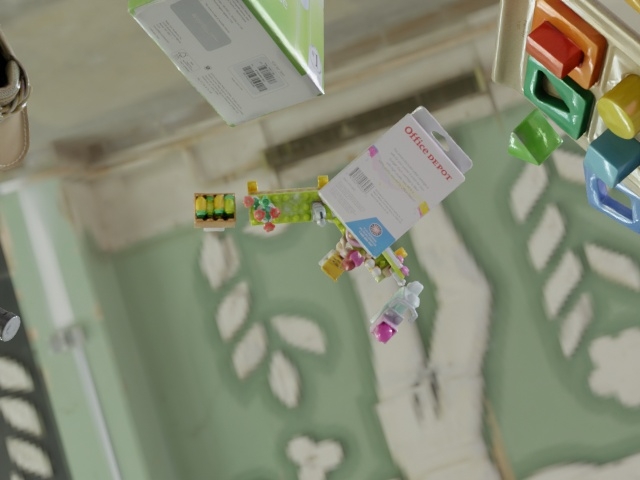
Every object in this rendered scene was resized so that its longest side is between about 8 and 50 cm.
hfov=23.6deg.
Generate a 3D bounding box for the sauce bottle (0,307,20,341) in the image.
[{"bbox_3d":[-0.329,0.051,1.385,0.128,0.042,0.042,26,-173,19],"label":"sauce bottle"}]

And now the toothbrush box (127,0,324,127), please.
[{"bbox_3d":[-0.093,-0.300,1.643,0.122,0.283,0.206,-19,138,21],"label":"toothbrush box"}]

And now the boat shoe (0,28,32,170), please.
[{"bbox_3d":[-0.366,-0.167,1.646,0.109,0.098,0.302,-46,151,-23],"label":"boat shoe"}]

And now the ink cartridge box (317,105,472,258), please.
[{"bbox_3d":[0.079,-0.062,1.604,0.143,0.092,0.090,-40,-179,0],"label":"ink cartridge box"}]

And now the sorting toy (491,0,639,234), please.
[{"bbox_3d":[0.204,-0.106,1.147,0.047,0.196,0.348,-43,160,-17],"label":"sorting toy"}]

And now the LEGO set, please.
[{"bbox_3d":[0.000,0.000,1.703,0.132,0.287,0.107,-57,-167,8],"label":"LEGO set"}]
